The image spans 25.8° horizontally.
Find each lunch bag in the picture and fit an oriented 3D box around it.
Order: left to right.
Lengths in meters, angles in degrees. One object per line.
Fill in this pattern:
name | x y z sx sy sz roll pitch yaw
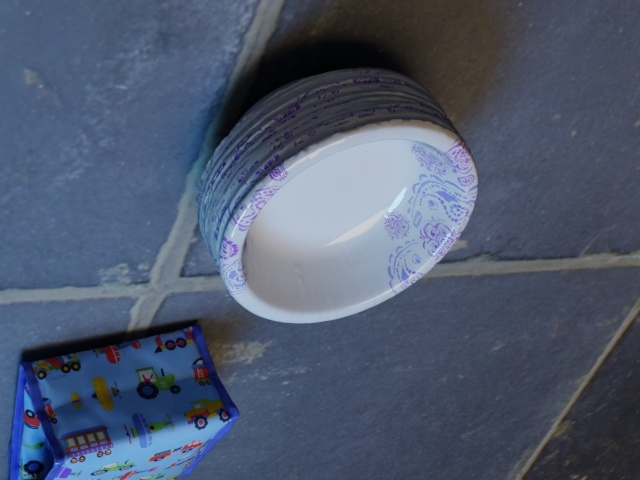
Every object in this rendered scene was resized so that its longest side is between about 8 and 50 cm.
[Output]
lunch bag | -0.250 0.251 1.675 0.221 0.138 0.293 -11 149 -26

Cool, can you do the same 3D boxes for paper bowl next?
paper bowl | 0.008 -0.058 1.447 0.284 0.148 0.284 -18 142 -15
